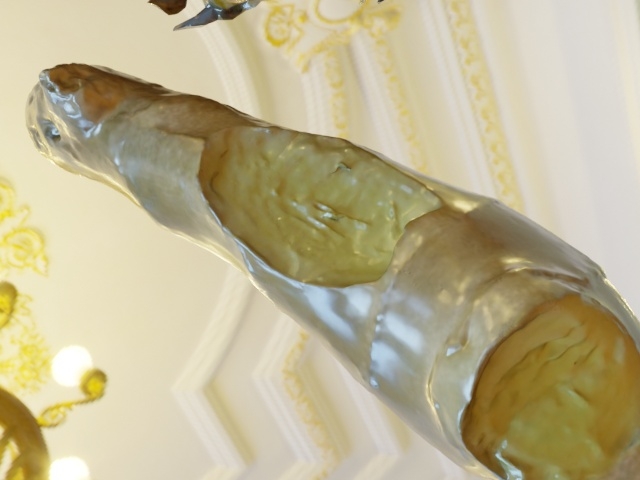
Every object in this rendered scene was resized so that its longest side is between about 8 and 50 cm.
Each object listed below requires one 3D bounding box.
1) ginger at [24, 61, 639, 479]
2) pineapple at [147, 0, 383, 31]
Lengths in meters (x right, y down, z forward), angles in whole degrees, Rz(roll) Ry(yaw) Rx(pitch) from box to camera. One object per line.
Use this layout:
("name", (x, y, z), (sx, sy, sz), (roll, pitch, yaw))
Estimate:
("ginger", (0.000, 0.000, 0.400), (0.086, 0.294, 0.131), (-63, -25, 6))
("pineapple", (-0.049, -0.273, 0.474), (0.300, 0.352, 0.352), (17, -83, -14))
